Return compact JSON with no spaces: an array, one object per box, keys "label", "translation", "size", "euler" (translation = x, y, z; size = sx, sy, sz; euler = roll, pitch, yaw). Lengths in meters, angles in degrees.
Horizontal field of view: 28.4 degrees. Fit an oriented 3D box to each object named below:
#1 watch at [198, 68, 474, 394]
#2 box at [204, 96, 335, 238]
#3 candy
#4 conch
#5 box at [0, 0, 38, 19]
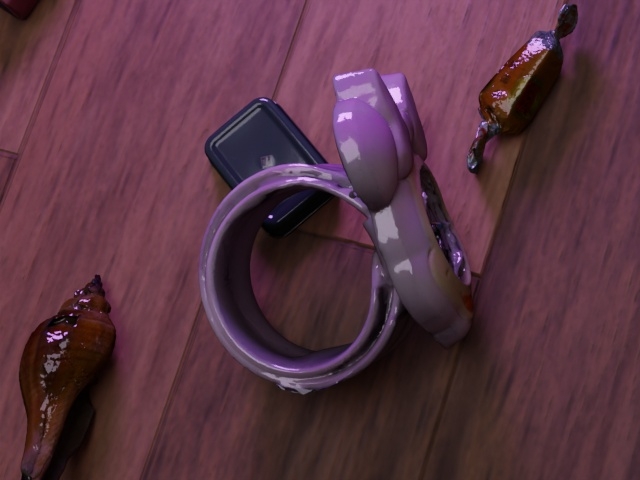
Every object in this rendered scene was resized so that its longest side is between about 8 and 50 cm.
[{"label":"watch","translation":[0.000,0.000,1.089],"size":[0.218,0.211,0.248],"euler":[-20,89,15]},{"label":"box","translation":[-0.048,-0.072,1.210],"size":[0.091,0.031,0.126],"euler":[-39,70,2]},{"label":"candy","translation":[0.179,-0.138,1.155],"size":[0.046,0.053,0.182],"euler":[31,85,34]},{"label":"conch","translation":[-0.247,0.136,1.178],"size":[0.080,0.086,0.232],"euler":[14,77,19]},{"label":"box","translation":[-0.346,-0.320,1.352],"size":[0.156,0.060,0.111],"euler":[35,88,22]}]
